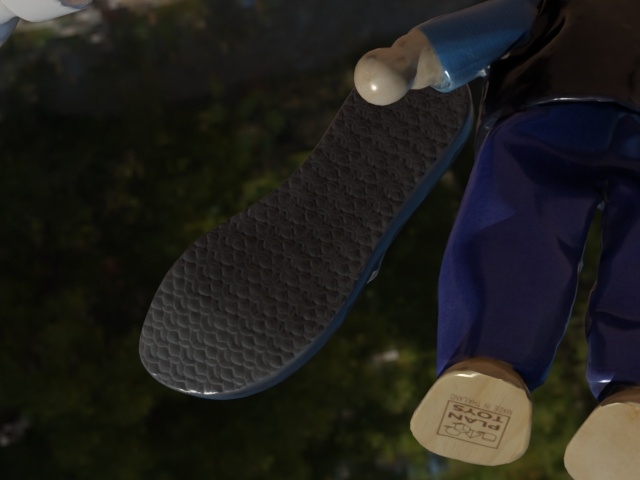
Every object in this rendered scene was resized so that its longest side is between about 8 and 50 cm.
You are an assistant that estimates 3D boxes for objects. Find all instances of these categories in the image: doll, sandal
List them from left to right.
[{"bbox_3d":[0.001,0.000,1.138,0.254,0.097,0.054,-46,161,-9],"label":"sandal"},{"bbox_3d":[0.071,-0.027,0.506,0.129,0.189,0.046,12,142,8],"label":"doll"}]

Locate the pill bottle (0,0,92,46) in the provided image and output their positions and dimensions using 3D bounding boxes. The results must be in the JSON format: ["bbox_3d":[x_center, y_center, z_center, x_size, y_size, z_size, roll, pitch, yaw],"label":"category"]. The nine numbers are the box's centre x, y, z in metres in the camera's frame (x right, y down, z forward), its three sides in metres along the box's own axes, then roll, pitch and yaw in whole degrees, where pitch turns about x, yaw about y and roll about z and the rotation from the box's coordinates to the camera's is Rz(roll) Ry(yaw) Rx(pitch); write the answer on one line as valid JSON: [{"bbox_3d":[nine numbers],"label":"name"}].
[{"bbox_3d":[-0.279,-0.175,1.204,0.264,0.153,0.153,-11,180,21],"label":"pill bottle"}]
